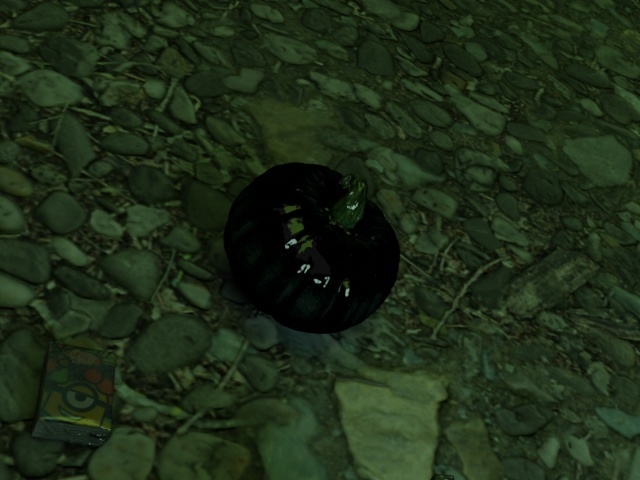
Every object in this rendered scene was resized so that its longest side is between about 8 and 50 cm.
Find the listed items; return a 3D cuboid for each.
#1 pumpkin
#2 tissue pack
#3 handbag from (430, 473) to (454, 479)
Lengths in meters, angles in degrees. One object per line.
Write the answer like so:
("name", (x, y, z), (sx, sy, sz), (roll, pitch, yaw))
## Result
("pumpkin", (-0.007, 0.008, 0.977), (0.194, 0.150, 0.194), (5, 77, -25))
("tissue pack", (-0.210, 0.132, 0.810), (0.063, 0.035, 0.083), (13, 41, -17))
("handbag", (0.031, 0.341, 0.585), (0.109, 0.253, 0.316), (2, 32, 27))
